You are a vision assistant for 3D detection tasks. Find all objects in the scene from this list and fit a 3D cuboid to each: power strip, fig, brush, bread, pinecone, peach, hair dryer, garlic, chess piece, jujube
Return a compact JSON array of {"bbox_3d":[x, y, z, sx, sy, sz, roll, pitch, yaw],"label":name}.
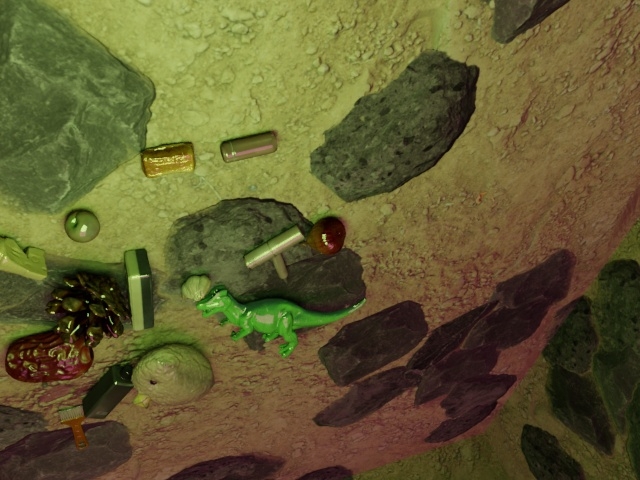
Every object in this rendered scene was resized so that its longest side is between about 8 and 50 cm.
[{"bbox_3d":[-0.517,0.148,1.627,0.070,0.105,0.257,-8,137,-20],"label":"power strip"},{"bbox_3d":[0.010,0.004,1.754,0.119,0.119,0.153,15,127,-39],"label":"fig"},{"bbox_3d":[-0.890,0.692,2.089,0.090,0.017,0.314,-9,138,-21],"label":"brush"},{"bbox_3d":[-0.366,-0.193,1.379,0.132,0.053,0.074,-14,135,-15],"label":"bread"},{"bbox_3d":[-0.621,0.189,1.538,0.201,0.203,0.229,-24,153,4],"label":"pinecone"},{"bbox_3d":[-0.587,-0.034,1.411,0.083,0.083,0.083,-15,139,-14],"label":"peach"},{"bbox_3d":[-0.110,0.063,1.801,0.195,0.054,0.220,-31,141,4],"label":"hair dryer"},{"bbox_3d":[-0.379,0.145,1.724,0.113,0.094,0.074,-38,99,22],"label":"garlic"},{"bbox_3d":[-0.762,0.036,1.381,0.090,0.090,0.200,-42,138,18],"label":"chess piece"},{"bbox_3d":[-0.783,0.334,1.658,0.230,0.155,0.155,-4,136,-13],"label":"jujube"}]

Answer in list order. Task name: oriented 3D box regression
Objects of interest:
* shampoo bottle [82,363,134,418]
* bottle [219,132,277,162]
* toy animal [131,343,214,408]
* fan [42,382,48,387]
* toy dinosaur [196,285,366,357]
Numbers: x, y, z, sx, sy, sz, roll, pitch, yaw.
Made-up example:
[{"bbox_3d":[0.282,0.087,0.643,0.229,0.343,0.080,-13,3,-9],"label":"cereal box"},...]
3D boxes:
[{"bbox_3d":[-0.710,0.506,1.932,0.080,0.079,0.246,22,121,-44],"label":"shampoo bottle"},{"bbox_3d":[-0.180,-0.233,1.436,0.140,0.053,0.053,-16,140,-14],"label":"bottle"},{"bbox_3d":[-0.491,0.452,1.911,0.226,0.188,0.358,-26,143,14],"label":"toy animal"},{"bbox_3d":[-0.869,0.394,1.778,0.131,0.009,0.220,-5,135,-21],"label":"fan"},{"bbox_3d":[-0.121,0.199,1.921,0.499,0.144,0.375,-29,129,-2],"label":"toy dinosaur"}]
